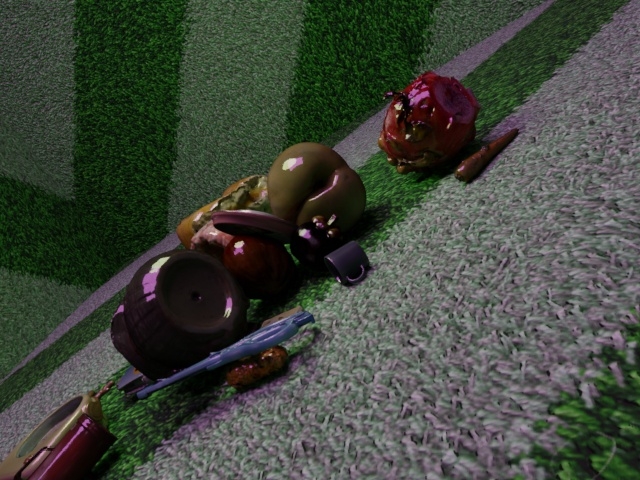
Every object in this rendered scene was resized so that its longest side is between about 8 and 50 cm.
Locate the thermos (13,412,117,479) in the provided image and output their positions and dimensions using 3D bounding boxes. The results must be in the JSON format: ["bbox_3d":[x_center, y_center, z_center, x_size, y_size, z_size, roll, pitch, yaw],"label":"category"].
[{"bbox_3d":[-0.535,0.473,1.093,0.232,0.124,0.099,-51,18,-25],"label":"thermos"}]

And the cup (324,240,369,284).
[{"bbox_3d":[0.067,0.055,1.205,0.077,0.078,0.100,-34,49,-13],"label":"cup"}]

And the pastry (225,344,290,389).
[{"bbox_3d":[-0.129,0.246,1.052,0.140,0.056,0.080,-32,5,17],"label":"pastry"}]

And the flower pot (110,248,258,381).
[{"bbox_3d":[-0.309,0.180,1.239,0.213,0.302,0.302,-42,8,40],"label":"flower pot"}]

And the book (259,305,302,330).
[{"bbox_3d":[-0.096,0.191,1.220,0.111,0.014,0.077,-27,18,25],"label":"book"}]

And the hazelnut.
[{"bbox_3d":[-0.160,0.073,1.371,0.178,0.204,0.178,-15,50,19],"label":"hazelnut"}]

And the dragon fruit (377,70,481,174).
[{"bbox_3d":[0.280,-0.309,1.499,0.269,0.250,0.291,-38,0,-37],"label":"dragon fruit"}]

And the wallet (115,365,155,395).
[{"bbox_3d":[-0.418,0.313,1.413,0.231,0.069,0.170,-33,12,6],"label":"wallet"}]

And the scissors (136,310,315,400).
[{"bbox_3d":[-0.191,0.229,1.067,0.393,0.032,0.180,-25,-1,6],"label":"scissors"}]

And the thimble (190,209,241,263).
[{"bbox_3d":[-0.266,0.033,1.625,0.239,0.239,0.162,-20,21,41],"label":"thimble"}]

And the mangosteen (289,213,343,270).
[{"bbox_3d":[0.000,0.000,1.347,0.151,0.137,0.137,-55,12,12],"label":"mangosteen"}]

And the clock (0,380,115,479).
[{"bbox_3d":[-0.615,0.470,1.289,0.235,0.096,0.308,-26,18,36],"label":"clock"}]

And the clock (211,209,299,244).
[{"bbox_3d":[-0.171,-0.041,1.427,0.244,0.244,0.056,-7,70,58],"label":"clock"}]

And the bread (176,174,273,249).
[{"bbox_3d":[-0.318,-0.051,1.959,0.361,0.250,0.394,-39,13,-24],"label":"bread"}]

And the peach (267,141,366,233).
[{"bbox_3d":[-0.011,-0.134,1.507,0.247,0.292,0.292,-62,21,-6],"label":"peach"}]

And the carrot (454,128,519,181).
[{"bbox_3d":[0.421,-0.220,1.341,0.254,0.049,0.049,-37,16,-25],"label":"carrot"}]
